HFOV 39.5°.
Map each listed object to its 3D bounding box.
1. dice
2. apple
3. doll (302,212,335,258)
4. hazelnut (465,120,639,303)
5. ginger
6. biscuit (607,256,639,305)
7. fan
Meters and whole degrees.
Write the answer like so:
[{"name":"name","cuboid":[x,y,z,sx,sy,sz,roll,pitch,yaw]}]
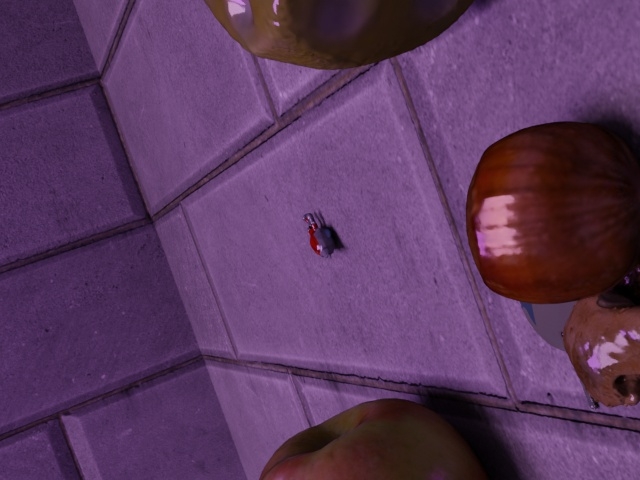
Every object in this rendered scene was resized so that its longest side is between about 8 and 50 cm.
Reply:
[{"name":"dice","cuboid":[0.011,-0.306,0.783,0.227,0.233,0.238,52,154,38]},{"name":"apple","cuboid":[0.079,0.365,1.155,0.277,0.319,0.319,61,160,-3]},{"name":"doll","cuboid":[0.001,0.000,1.389,0.114,0.039,0.057,-125,45,-54]},{"name":"hazelnut","cuboid":[0.195,-0.023,0.734,0.150,0.150,0.150,52,154,39]},{"name":"ginger","cuboid":[0.250,0.091,0.710,0.165,0.067,0.096,-171,88,-68]},{"name":"biscuit","cuboid":[0.303,0.098,0.720,0.231,0.025,0.131,51,152,41]},{"name":"fan","cuboid":[0.242,0.088,0.895,0.175,0.005,0.113,68,160,3]}]
